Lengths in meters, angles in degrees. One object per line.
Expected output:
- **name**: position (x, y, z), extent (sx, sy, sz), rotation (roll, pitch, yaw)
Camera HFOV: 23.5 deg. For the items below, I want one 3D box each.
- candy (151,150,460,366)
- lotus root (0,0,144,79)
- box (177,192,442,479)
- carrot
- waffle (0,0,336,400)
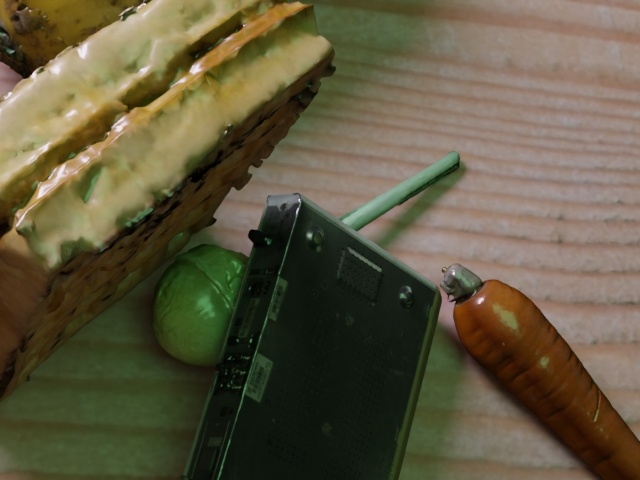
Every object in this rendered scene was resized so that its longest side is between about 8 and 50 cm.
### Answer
- **candy**: position (0.000, 0.000, 1.258), extent (0.335, 0.092, 0.093), rotation (-33, 69, -33)
- **lotus root**: position (-0.124, -0.271, 1.247), extent (0.397, 0.179, 0.196), rotation (-45, 107, -21)
- **box**: position (-0.004, 0.120, 1.172), extent (0.211, 0.045, 0.270), rotation (35, 63, -39)
- **carrot**: position (0.215, 0.145, 1.288), extent (0.336, 0.069, 0.069), rotation (48, 65, -6)
- **waffle**: position (-0.147, -0.029, 1.044), extent (0.261, 0.376, 0.114), rotation (-38, 87, -27)
